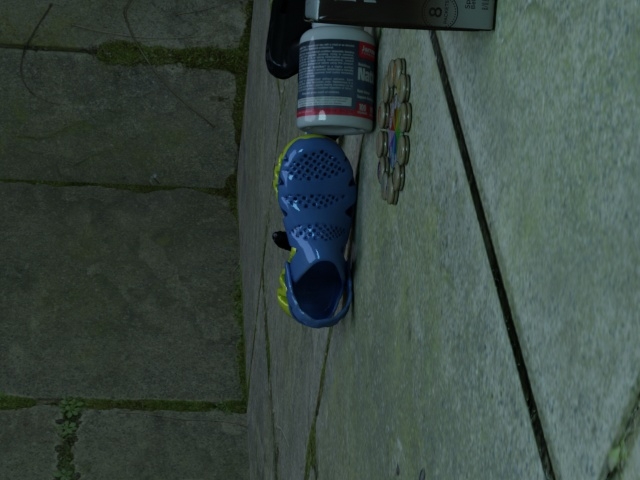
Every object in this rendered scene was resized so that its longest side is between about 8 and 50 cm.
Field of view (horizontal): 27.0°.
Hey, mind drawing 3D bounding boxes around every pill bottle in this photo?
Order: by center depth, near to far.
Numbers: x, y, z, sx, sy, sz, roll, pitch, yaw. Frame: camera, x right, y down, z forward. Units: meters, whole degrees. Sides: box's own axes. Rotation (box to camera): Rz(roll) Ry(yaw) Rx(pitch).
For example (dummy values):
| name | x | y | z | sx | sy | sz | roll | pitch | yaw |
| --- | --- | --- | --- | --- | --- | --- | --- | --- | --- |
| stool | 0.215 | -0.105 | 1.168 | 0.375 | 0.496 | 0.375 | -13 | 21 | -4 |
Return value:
| name | x | y | z | sx | sy | sz | roll | pitch | yaw |
| --- | --- | --- | --- | --- | --- | --- | --- | --- | --- |
| pill bottle | 0.022 | -0.240 | 1.839 | 0.108 | 0.108 | 0.180 | 159 | 113 | -82 |

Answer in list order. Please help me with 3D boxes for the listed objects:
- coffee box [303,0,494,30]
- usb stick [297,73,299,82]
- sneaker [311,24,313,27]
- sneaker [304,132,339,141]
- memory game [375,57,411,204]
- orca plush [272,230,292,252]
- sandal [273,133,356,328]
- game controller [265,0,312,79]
| name | x | y | z | sx | sy | sz | roll | pitch | yaw |
| --- | --- | --- | --- | --- | --- | --- | --- | --- | --- |
| coffee box | 0.078 | -0.346 | 1.235 | 0.119 | 0.168 | 0.297 | -125 | 38 | -77 |
| usb stick | -0.007 | -0.398 | 2.341 | 0.077 | 0.045 | 0.278 | -88 | 4 | -61 |
| sneaker | -0.047 | -0.461 | 2.032 | 0.137 | 0.210 | 0.365 | 113 | 158 | -70 |
| sneaker | 0.012 | -0.218 | 2.106 | 0.084 | 0.058 | 0.152 | -139 | 59 | -70 |
| memory game | 0.090 | -0.137 | 1.667 | 0.186 | 0.012 | 0.186 | -178 | 90 | -83 |
| orca plush | -0.025 | 0.008 | 2.137 | 0.287 | 0.102 | 0.151 | 111 | 160 | -67 |
| sandal | 0.000 | 0.000 | 1.944 | 0.138 | 0.126 | 0.317 | -113 | 17 | -64 |
| game controller | -0.021 | -0.423 | 2.177 | 0.166 | 0.067 | 0.319 | -12 | 65 | 48 |
